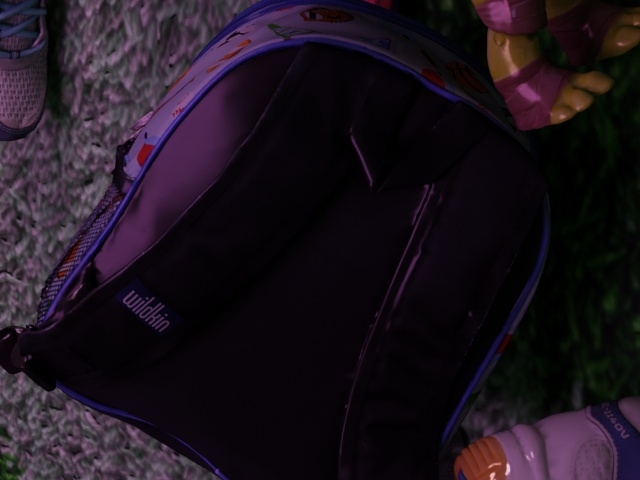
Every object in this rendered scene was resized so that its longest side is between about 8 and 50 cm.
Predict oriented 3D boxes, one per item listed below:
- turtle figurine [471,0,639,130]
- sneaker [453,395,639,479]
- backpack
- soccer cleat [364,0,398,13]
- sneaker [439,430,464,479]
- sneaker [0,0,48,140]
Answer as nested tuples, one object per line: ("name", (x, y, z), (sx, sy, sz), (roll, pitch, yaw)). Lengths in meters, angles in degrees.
("turtle figurine", (0.073, -0.163, 0.877), (0.087, 0.269, 0.217), (-25, 108, 30))
("sneaker", (0.178, 0.217, 0.972), (0.112, 0.131, 0.296), (-113, 2, -58))
("backpack", (0.000, 0.000, 0.983), (0.263, 0.276, 0.213), (-54, 17, 26))
("soccer cleat", (0.012, -0.118, 1.098), (0.095, 0.083, 0.248), (-105, 12, -60))
("sneaker", (-0.025, 0.078, 1.180), (0.281, 0.105, 0.115), (57, 140, 20))
("sneaker", (-0.257, -0.215, 1.368), (0.122, 0.110, 0.283), (6, 108, 48))
